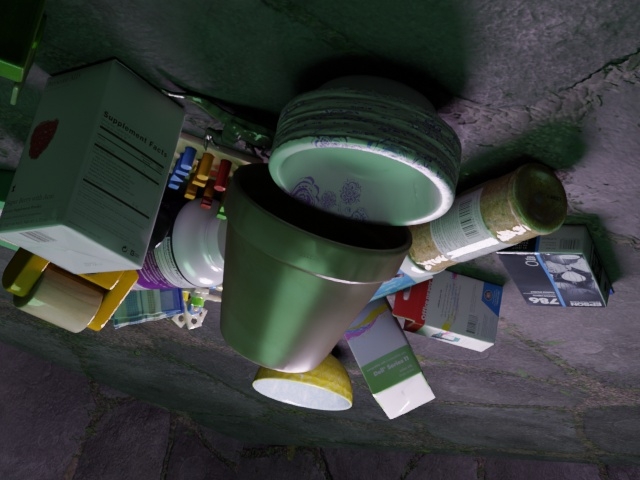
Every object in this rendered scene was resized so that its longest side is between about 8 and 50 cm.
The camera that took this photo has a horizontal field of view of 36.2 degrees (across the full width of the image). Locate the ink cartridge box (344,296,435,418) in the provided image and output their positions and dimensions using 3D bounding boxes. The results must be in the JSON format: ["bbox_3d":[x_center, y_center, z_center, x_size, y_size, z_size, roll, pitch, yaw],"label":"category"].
[{"bbox_3d":[0.116,0.196,2.176,0.119,0.353,0.207,-27,152,2],"label":"ink cartridge box"}]

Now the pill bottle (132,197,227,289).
[{"bbox_3d":[-0.292,0.008,2.003,0.323,0.181,0.181,-5,153,35],"label":"pill bottle"}]

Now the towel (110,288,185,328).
[{"bbox_3d":[-0.407,0.085,2.246,0.034,0.209,0.285,-2,172,-44],"label":"towel"}]

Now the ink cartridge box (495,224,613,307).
[{"bbox_3d":[0.462,0.066,1.900,0.165,0.065,0.332,0,156,27],"label":"ink cartridge box"}]

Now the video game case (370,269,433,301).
[{"bbox_3d":[0.056,0.051,1.955,0.269,0.061,0.244,-23,144,19],"label":"video game case"}]

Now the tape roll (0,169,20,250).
[{"bbox_3d":[-0.654,-0.053,2.192,0.321,0.077,0.321,11,159,4],"label":"tape roll"}]

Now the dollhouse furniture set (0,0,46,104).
[{"bbox_3d":[-0.556,-0.316,1.388,0.301,0.151,0.197,19,157,-16],"label":"dollhouse furniture set"}]

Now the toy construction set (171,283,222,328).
[{"bbox_3d":[-0.291,0.109,2.317,0.215,0.151,0.327,10,159,-29],"label":"toy construction set"}]

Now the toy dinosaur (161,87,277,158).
[{"bbox_3d":[-0.139,-0.181,1.626,0.268,0.064,0.118,24,160,-4],"label":"toy dinosaur"}]

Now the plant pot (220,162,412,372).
[{"bbox_3d":[-0.040,0.061,1.673,0.323,0.280,0.323,18,-161,-7],"label":"plant pot"}]

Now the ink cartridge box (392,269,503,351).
[{"bbox_3d":[0.262,0.139,2.089,0.231,0.134,0.078,16,158,-8],"label":"ink cartridge box"}]

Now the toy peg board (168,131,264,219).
[{"bbox_3d":[-0.209,-0.111,1.805,0.160,0.079,0.161,18,157,-15],"label":"toy peg board"}]

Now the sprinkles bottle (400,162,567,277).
[{"bbox_3d":[0.263,-0.027,1.696,0.121,0.121,0.355,23,156,-24],"label":"sprinkles bottle"}]

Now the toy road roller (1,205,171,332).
[{"bbox_3d":[-0.462,-0.013,1.898,0.202,0.329,0.240,31,-173,-34],"label":"toy road roller"}]

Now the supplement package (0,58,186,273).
[{"bbox_3d":[-0.369,-0.115,1.591,0.177,0.293,0.175,-6,152,38],"label":"supplement package"}]

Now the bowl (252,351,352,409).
[{"bbox_3d":[-0.037,0.367,2.779,0.289,0.156,0.289,11,159,4],"label":"bowl"}]

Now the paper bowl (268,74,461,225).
[{"bbox_3d":[0.072,-0.142,1.483,0.284,0.148,0.284,10,158,4],"label":"paper bowl"}]
